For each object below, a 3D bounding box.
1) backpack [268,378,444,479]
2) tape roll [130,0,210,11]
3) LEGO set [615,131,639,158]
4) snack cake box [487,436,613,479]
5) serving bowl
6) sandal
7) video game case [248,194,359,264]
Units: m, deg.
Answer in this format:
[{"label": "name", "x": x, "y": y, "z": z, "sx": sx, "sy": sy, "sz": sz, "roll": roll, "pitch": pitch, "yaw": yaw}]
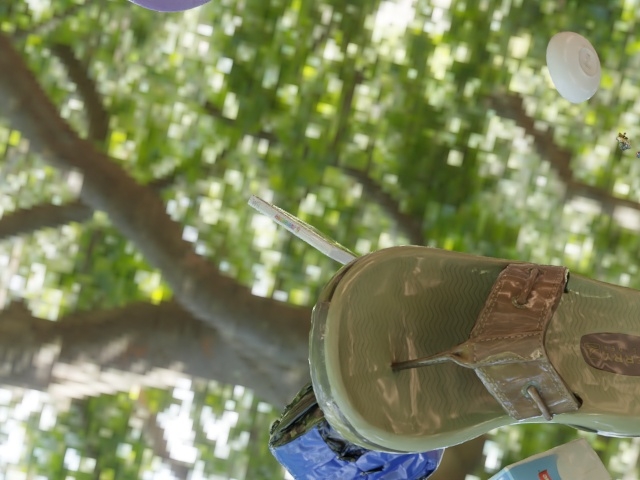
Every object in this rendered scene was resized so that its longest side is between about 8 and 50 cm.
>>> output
[{"label": "backpack", "x": 0.027, "y": 0.143, "z": 1.283, "sx": 0.120, "sy": 0.101, "sz": 0.098, "roll": -30, "pitch": -171, "yaw": 28}, {"label": "tape roll", "x": -0.117, "y": -0.264, "z": 1.243, "sx": 0.080, "sy": 0.189, "sz": 0.189, "roll": 26, "pitch": -170, "yaw": 40}, {"label": "LEGO set", "x": 0.318, "y": -0.084, "z": 1.632, "sx": 0.083, "sy": 0.023, "sz": 0.054, "roll": 16, "pitch": -157, "yaw": -31}, {"label": "snack cake box", "x": 0.107, "y": 0.262, "z": 1.131, "sx": 0.089, "sy": 0.264, "sz": 0.152, "roll": -12, "pitch": -117, "yaw": -46}, {"label": "serving bowl", "x": 0.292, "y": -0.198, "z": 1.966, "sx": 0.083, "sy": 0.083, "sz": 0.027, "roll": 11, "pitch": 159, "yaw": -44}, {"label": "sandal", "x": 0.124, "y": 0.057, "z": 1.013, "sx": 0.303, "sy": 0.120, "sz": 0.086, "roll": 1, "pitch": 165, "yaw": -32}, {"label": "video game case", "x": 0.000, "y": 0.000, "z": 1.528, "sx": 0.087, "sy": 0.011, "sz": 0.122, "roll": 27, "pitch": -176, "yaw": -44}]
